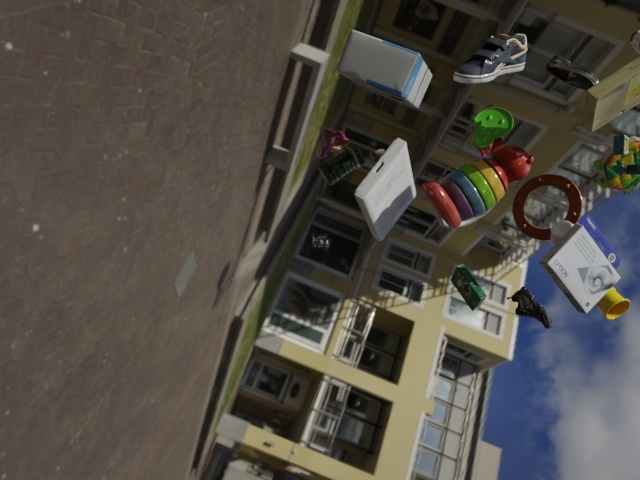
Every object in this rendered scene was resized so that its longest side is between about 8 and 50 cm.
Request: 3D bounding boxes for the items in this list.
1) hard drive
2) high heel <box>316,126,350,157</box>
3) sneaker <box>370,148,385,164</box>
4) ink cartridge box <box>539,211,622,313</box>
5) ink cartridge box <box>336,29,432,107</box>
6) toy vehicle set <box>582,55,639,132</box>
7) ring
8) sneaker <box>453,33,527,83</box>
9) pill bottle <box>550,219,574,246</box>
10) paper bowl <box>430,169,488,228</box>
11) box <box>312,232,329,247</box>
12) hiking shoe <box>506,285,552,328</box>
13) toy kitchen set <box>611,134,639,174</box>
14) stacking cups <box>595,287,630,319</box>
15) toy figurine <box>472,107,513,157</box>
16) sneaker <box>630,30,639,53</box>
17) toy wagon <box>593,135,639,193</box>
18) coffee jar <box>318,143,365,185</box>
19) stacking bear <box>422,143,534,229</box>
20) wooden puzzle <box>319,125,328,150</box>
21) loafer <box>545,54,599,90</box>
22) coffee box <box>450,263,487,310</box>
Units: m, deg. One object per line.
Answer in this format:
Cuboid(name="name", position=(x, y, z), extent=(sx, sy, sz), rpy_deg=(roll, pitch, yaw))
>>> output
Cuboid(name="hard drive", position=(0.201, -0.138, 1.386), extent=(0.203, 0.040, 0.307), rpy_deg=(-52, 155, -8))
Cuboid(name="high heel", position=(0.051, -0.342, 1.703), extent=(0.244, 0.117, 0.082), rpy_deg=(-84, -163, -64))
Cuboid(name="sneaker", position=(0.281, -0.373, 2.177), extent=(0.188, 0.066, 0.071), rpy_deg=(9, 63, -74))
Cuboid(name="ink cartridge box", position=(0.798, 0.066, 1.402), extent=(0.224, 0.223, 0.045), rpy_deg=(-45, -166, -7))
Cuboid(name="ink cartridge box", position=(0.212, -0.531, 1.482), extent=(0.129, 0.223, 0.307), rpy_deg=(-69, 165, 15))
Cuboid(name="toy vehicle set", position=(0.798, -0.399, 1.178), extent=(0.267, 0.035, 0.166), rpy_deg=(-33, 151, 10))
Cuboid(name="ring", position=(1.123, -0.168, 2.340), extent=(0.032, 0.336, 0.336), rpy_deg=(5, 115, -43))
Cuboid(name="sneaker", position=(0.580, -0.626, 1.597), extent=(0.321, 0.126, 0.127), rpy_deg=(-26, 131, -28))
Cuboid(name="pill bottle", position=(1.026, 0.008, 1.930), extent=(0.117, 0.215, 0.117), rpy_deg=(-27, -138, 28))
Cuboid(name="paper bowl", position=(0.602, -0.193, 1.985), extent=(0.284, 0.284, 0.148), rpy_deg=(112, -35, -48))
Cuboid(name="box", position=(0.000, 0.000, 1.910), extent=(0.083, 0.067, 0.018), rpy_deg=(-91, -176, -55))
Cuboid(name="hiking shoe", position=(0.947, 0.321, 2.116), extent=(0.114, 0.086, 0.227), rpy_deg=(-38, -136, 14))
Cuboid(name="toy kitchen set", position=(1.305, -0.352, 1.902), extent=(0.122, 0.207, 0.166), rpy_deg=(-5, 97, -43))
Cuboid(name="stacking cups", position=(0.954, 0.141, 1.688), extent=(0.316, 0.096, 0.096), rpy_deg=(-116, -140, -49))
Cuboid(name="toy figurine", position=(0.604, -0.356, 1.674), extent=(0.173, 0.130, 0.159), rpy_deg=(-56, 153, -13))
Cuboid(name="sneaker", position=(1.109, -0.616, 1.508), extent=(0.094, 0.258, 0.091), rpy_deg=(-57, -150, 30))
Cuboid(name="toy wagon", position=(1.484, -0.342, 2.255), extent=(0.267, 0.344, 0.068), rpy_deg=(-26, -143, 18))
Cuboid(name="coffee jar", position=(0.089, -0.310, 1.902), extent=(0.184, 0.096, 0.079), rpy_deg=(-33, -140, -2))
Cuboid(name="stacking bear", position=(0.467, -0.172, 1.354), extent=(0.289, 0.164, 0.175), rpy_deg=(-33, -176, 8))
Cuboid(name="wooden puzzle", position=(0.010, -0.328, 1.509), extent=(0.049, 0.006, 0.083), rpy_deg=(-50, 135, -58))
Cuboid(name="loafer", position=(0.782, -0.510, 1.461), extent=(0.061, 0.170, 0.062), rpy_deg=(-41, 156, -18))
Cuboid(name="coffee box", position=(0.661, 0.212, 2.096), extent=(0.113, 0.040, 0.184), rpy_deg=(98, -30, -50))
